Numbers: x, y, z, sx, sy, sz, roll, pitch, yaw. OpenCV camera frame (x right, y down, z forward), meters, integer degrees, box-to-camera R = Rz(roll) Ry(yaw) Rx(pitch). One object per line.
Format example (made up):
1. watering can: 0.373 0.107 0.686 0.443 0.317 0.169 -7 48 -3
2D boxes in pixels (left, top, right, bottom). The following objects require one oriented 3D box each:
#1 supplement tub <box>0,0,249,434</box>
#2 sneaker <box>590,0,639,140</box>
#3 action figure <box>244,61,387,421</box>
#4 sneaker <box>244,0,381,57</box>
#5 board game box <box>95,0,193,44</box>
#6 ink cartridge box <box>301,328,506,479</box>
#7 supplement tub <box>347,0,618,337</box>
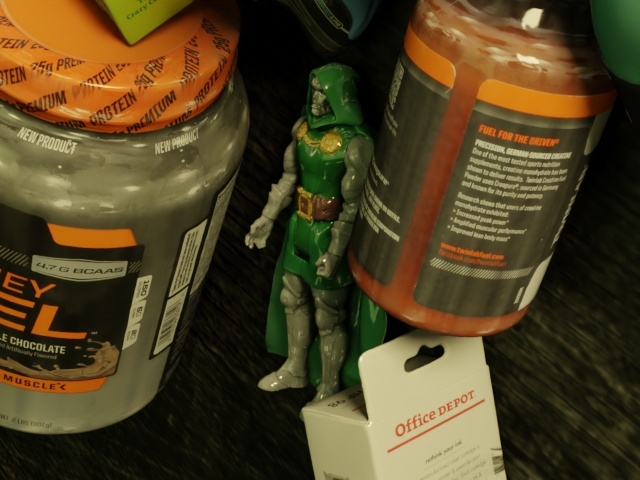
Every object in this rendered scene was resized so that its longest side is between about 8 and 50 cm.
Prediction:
1. supplement tub: -0.169 -0.032 0.678 0.207 0.207 0.338 49 141 24
2. sneaker: 0.235 -0.071 0.320 0.302 0.108 0.121 13 132 41
3. action figure: 0.000 0.000 0.637 0.137 0.063 0.232 26 119 44
4. sneaker: -0.039 -0.178 0.605 0.188 0.067 0.078 45 130 26
5. board game box: -0.060 -0.198 0.540 0.092 0.181 0.043 50 172 23
6. ink cartridge box: 0.054 0.136 0.588 0.060 0.104 0.180 0 103 50
7. supplement tub: 0.083 -0.056 0.483 0.106 0.106 0.198 39 130 33
